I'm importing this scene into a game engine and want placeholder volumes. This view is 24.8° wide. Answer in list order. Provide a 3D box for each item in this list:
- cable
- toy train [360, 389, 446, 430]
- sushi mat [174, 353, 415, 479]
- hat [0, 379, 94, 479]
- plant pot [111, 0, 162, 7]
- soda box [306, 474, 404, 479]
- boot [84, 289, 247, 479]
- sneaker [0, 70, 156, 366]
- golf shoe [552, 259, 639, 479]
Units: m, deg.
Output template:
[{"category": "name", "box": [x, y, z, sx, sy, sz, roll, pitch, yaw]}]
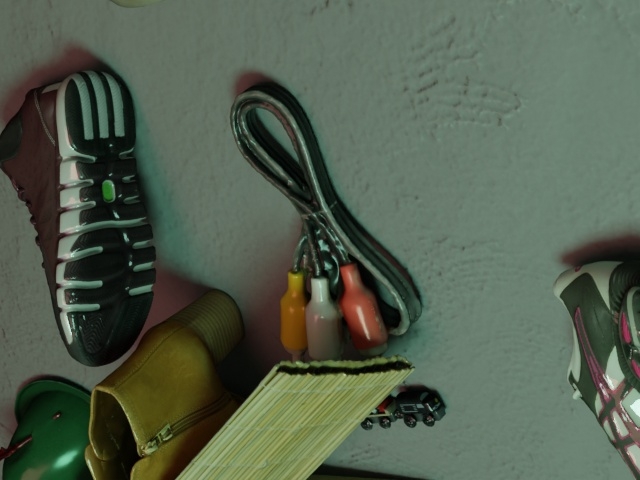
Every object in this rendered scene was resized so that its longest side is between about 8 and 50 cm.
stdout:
[{"category": "cable", "box": [0.000, 0.000, 1.300, 0.139, 0.072, 0.287, -1, 120, 32]}, {"category": "toy train", "box": [0.051, 0.164, 1.412, 0.158, 0.027, 0.036, -9, 111, 39]}, {"category": "sushi mat", "box": [-0.055, 0.202, 1.354, 0.316, 0.151, 0.019, -50, 51, 38]}, {"category": "hat", "box": [-0.343, 0.281, 1.671, 0.208, 0.183, 0.173, -22, 106, 43]}, {"category": "plant pot", "box": [-0.158, -0.332, 1.045, 0.323, 0.323, 0.280, -10, 129, 40]}, {"category": "soda box", "box": [0.035, 0.279, 1.468, 0.181, 0.058, 0.061, -1, 120, 29]}, {"category": "boot", "box": [-0.138, 0.214, 1.454, 0.104, 0.211, 0.295, 9, 125, 33]}, {"category": "sneaker", "box": [-0.249, -0.022, 1.426, 0.162, 0.106, 0.281, 3, 94, 47]}, {"category": "golf shoe", "box": [0.273, 0.136, 1.197, 0.120, 0.105, 0.272, 10, 121, 50]}]
